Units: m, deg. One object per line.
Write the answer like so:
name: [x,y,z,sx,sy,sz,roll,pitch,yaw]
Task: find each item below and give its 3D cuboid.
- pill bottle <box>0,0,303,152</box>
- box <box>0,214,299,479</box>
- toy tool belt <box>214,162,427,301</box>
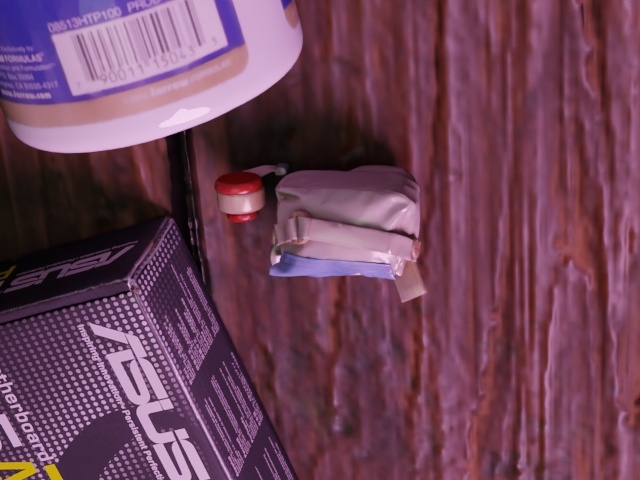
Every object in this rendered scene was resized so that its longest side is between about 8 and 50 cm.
pill bottle: [-0.082,-0.134,0.509,0.112,0.112,0.186,-8,116,18]
box: [-0.114,0.139,0.700,0.216,0.060,0.270,-14,115,21]
toy tool belt: [0.000,0.000,0.599,0.083,0.052,0.051,1,110,14]
